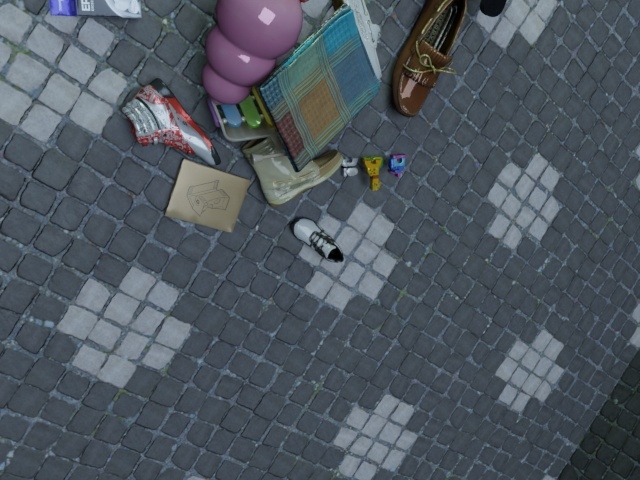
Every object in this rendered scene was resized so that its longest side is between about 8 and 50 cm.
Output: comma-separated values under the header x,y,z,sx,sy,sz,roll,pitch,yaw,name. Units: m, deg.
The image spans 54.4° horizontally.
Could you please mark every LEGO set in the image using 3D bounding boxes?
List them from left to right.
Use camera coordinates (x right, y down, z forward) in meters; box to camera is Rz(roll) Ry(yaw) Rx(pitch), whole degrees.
x,y,z,sx,sy,sz,roll,pitch,yaw,name
0.174,-0.205,1.897,0.227,0.087,0.093,-7,107,-22,LEGO set

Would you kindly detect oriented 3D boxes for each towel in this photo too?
x,y,z,sx,sy,sz,roll,pitch,yaw,name
0.009,-0.388,1.595,0.370,0.040,0.271,-49,134,-25,towel

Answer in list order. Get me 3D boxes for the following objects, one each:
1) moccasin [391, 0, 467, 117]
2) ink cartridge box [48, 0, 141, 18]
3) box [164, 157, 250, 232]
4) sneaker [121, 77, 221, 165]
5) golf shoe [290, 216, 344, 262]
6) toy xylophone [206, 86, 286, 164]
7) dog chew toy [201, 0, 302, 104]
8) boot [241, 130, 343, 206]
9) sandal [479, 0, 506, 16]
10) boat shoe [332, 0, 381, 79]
x,y,z,sx,sy,sz,roll,pitch,yaw,name
0.327,-0.545,1.833,0.139,0.147,0.380,27,93,-29,moccasin
-0.535,-0.633,1.464,0.208,0.045,0.206,-7,108,-22,ink cartridge box
-0.313,-0.121,1.730,0.201,0.021,0.165,16,98,-29,box
-0.390,-0.270,1.614,0.145,0.090,0.270,-41,114,-8,sneaker
0.000,0.000,1.872,0.198,0.094,0.077,35,90,-27,golf shoe
-0.129,-0.326,1.661,0.322,0.236,0.081,-20,150,-25,toy xylophone
-0.184,-0.471,1.503,0.206,0.207,0.332,17,129,-28,dog chew toy
-0.076,-0.243,1.767,0.262,0.095,0.204,-31,114,-10,boot
0.524,-0.758,1.746,0.097,0.054,0.255,-4,121,-21,sandal
0.129,-0.581,1.758,0.096,0.098,0.277,-29,114,-14,boat shoe
